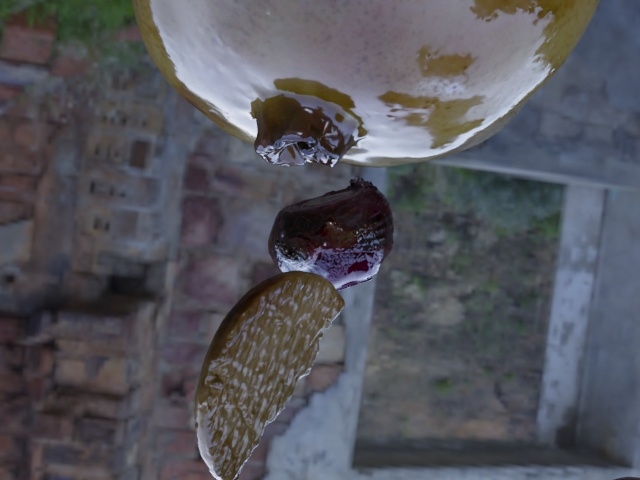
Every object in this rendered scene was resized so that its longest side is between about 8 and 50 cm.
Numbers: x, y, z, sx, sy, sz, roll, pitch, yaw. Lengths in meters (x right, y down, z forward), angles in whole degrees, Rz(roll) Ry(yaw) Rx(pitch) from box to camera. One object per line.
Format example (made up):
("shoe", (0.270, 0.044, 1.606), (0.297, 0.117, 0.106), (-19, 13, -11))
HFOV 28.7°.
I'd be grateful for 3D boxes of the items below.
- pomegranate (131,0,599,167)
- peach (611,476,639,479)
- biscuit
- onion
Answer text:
("pomegranate", (0.031, -0.233, 1.042), (0.416, 0.417, 0.416), (7, -178, 0))
("peach", (0.379, 0.476, 1.562), (0.310, 0.335, 0.406), (30, 156, 54))
("biscuit", (-0.061, 0.116, 1.197), (0.033, 0.224, 0.144), (14, 154, 36))
("onion", (0.006, 0.014, 1.620), (0.173, 0.135, 0.198), (-17, -166, 32))
